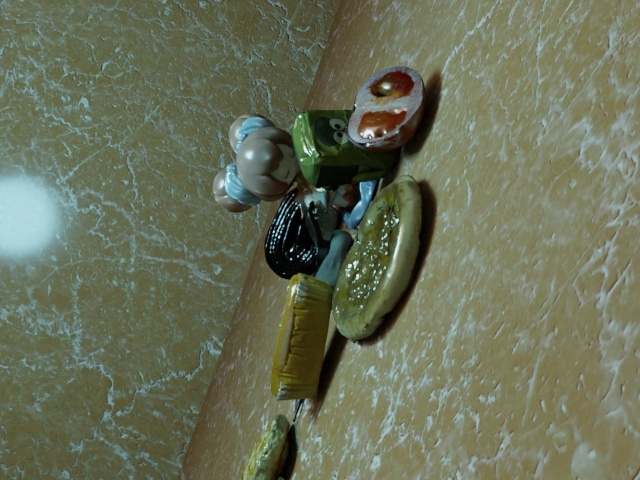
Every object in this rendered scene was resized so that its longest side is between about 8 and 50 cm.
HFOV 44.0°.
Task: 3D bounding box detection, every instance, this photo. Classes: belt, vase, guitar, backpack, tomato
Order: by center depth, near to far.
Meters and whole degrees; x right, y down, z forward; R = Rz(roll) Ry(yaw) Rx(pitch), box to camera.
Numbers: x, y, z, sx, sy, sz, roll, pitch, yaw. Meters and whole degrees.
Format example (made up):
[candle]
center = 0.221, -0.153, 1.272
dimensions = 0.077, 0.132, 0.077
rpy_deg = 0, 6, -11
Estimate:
[tomato]
center = 0.171, -0.284, 1.822
dimensions = 0.199, 0.112, 0.228
rpy_deg = 0, 60, 40
[backpack]
center = 0.060, -0.221, 1.920
dimensions = 0.140, 0.253, 0.207
rpy_deg = 113, 148, -52
[vase]
center = 0.033, 0.068, 1.986
dimensions = 0.086, 0.086, 0.214
rpy_deg = 123, 168, -47
[guitar]
center = 0.002, 0.000, 2.050
dimensions = 0.271, 0.038, 0.084
rpy_deg = 81, -162, -47
[belt]
center = -0.055, -0.028, 2.280
dimensions = 0.164, 0.184, 0.289
rpy_deg = -111, 40, -85

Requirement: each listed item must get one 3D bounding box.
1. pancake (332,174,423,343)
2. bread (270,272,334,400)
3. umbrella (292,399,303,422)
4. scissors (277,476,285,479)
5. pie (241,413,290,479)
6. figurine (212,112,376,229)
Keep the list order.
[pancake]
center = 0.117, 0.037, 1.662
dimensions = 0.382, 0.071, 0.382
rpy_deg = -160, 90, -78
[bread]
center = -0.041, 0.223, 1.835
dimensions = 0.152, 0.119, 0.288
rpy_deg = -94, 14, -80
[umbrella]
center = -0.037, 0.320, 1.981
dimensions = 0.044, 0.044, 0.269
rpy_deg = 47, -121, -68
[scissors]
center = -0.119, 0.629, 1.878
dimensions = 0.085, 0.022, 0.176
rpy_deg = -79, 10, -67
[pie]
center = -0.123, 0.522, 1.922
dimensions = 0.179, 0.084, 0.205
rpy_deg = -62, 5, 9
[figurine]
center = -0.065, -0.180, 2.075
dimensions = 0.248, 0.387, 0.277
rpy_deg = 140, 146, -71
